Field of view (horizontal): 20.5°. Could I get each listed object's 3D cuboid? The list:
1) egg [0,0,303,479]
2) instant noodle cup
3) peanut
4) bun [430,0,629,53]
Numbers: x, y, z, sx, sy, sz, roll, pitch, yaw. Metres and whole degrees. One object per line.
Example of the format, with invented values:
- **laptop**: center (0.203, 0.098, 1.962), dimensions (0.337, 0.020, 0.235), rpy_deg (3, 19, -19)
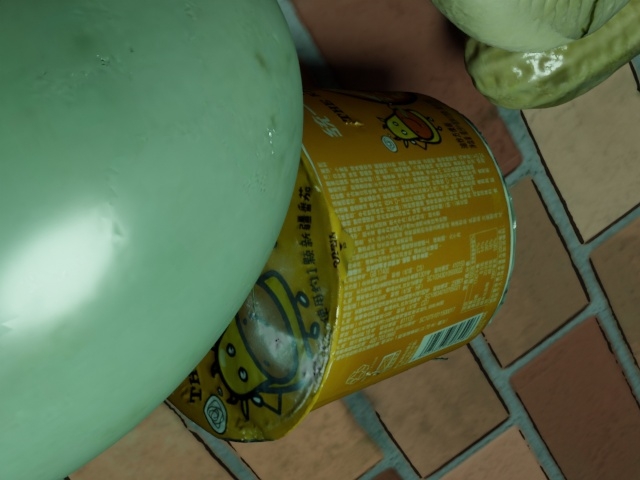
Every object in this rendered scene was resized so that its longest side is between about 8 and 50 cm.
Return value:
- **egg**: center (-0.184, -0.010, 0.851), dimensions (0.389, 0.276, 0.276), rpy_deg (-35, 138, 0)
- **instant noodle cup**: center (0.000, 0.000, 1.054), dimensions (0.172, 0.216, 0.216), rpy_deg (-10, 132, -40)
- **peanut**: center (0.174, -0.148, 1.122), dimensions (0.194, 0.083, 0.093), rpy_deg (-34, 164, -16)
- **bun**: center (0.129, -0.222, 1.003), dimensions (0.237, 0.116, 0.210), rpy_deg (-36, 137, -39)
